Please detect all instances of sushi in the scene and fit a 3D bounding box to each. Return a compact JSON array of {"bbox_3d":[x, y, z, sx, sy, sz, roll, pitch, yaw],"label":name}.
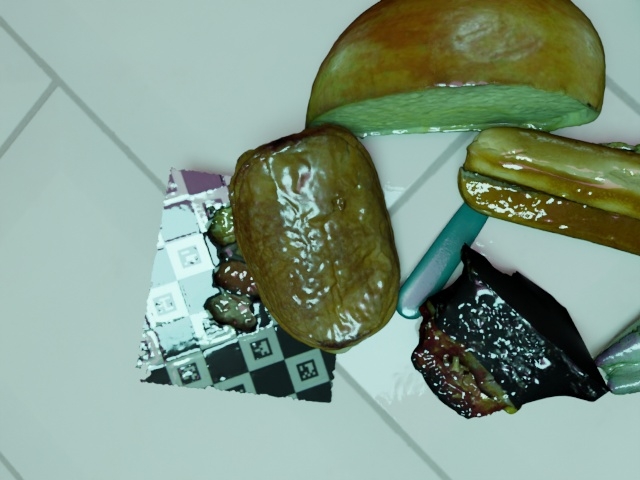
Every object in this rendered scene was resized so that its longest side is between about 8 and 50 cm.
[{"bbox_3d":[-0.098,0.063,0.734,0.264,0.050,0.290,7,92,-8],"label":"sushi"},{"bbox_3d":[0.191,0.124,0.631,0.172,0.153,0.150,33,117,-13],"label":"sushi"}]

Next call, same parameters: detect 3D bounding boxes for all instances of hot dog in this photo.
[{"bbox_3d":[0.000,0.000,0.658,0.196,0.122,0.272,-21,106,-4],"label":"hot dog"},{"bbox_3d":[0.329,-0.054,0.608,0.337,0.135,0.100,15,62,10],"label":"hot dog"}]

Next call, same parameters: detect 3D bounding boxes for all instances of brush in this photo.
[{"bbox_3d":[0.160,0.019,0.692,0.043,0.032,0.193,35,86,12],"label":"brush"}]

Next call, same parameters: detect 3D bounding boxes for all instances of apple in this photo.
[{"bbox_3d":[0.145,-0.204,0.620,0.346,0.254,0.179,1,124,14],"label":"apple"}]

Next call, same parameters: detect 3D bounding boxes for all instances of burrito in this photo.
[{"bbox_3d":[0.458,0.080,0.612,0.309,0.066,0.096,-40,79,9],"label":"burrito"}]
